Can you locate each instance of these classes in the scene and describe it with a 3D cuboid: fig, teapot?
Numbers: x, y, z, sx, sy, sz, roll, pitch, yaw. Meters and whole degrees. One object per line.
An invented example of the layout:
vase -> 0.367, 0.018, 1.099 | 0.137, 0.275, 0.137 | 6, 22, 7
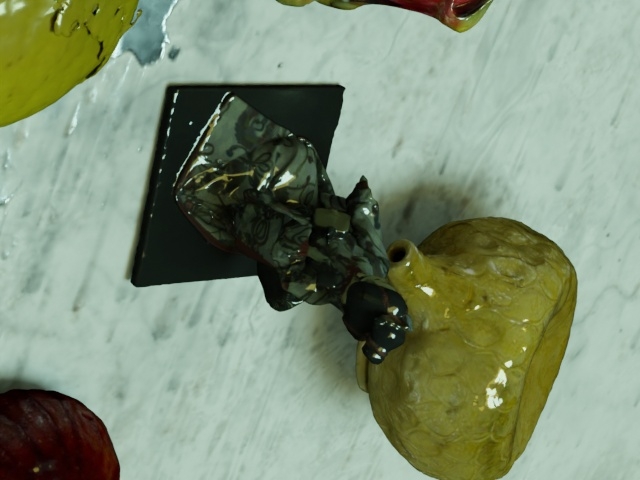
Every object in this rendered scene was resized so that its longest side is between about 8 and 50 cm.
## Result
fig -> -0.202, 0.168, 1.267 | 0.128, 0.150, 0.128 | 1, 110, 2
teapot -> 0.096, 0.081, 1.442 | 0.311, 0.167, 0.203 | 73, 39, -63

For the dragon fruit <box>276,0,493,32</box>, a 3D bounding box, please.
dragon fruit -> 0.061, -0.209, 1.243 | 0.208, 0.133, 0.150 | -23, 104, -7

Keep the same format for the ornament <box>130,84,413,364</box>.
ornament -> 0.000, 0.000, 1.272 | 0.166, 0.196, 0.153 | -6, 121, -38

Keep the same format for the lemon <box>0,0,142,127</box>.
lemon -> -0.211, -0.175, 0.947 | 0.310, 0.253, 0.253 | 11, 110, -57
